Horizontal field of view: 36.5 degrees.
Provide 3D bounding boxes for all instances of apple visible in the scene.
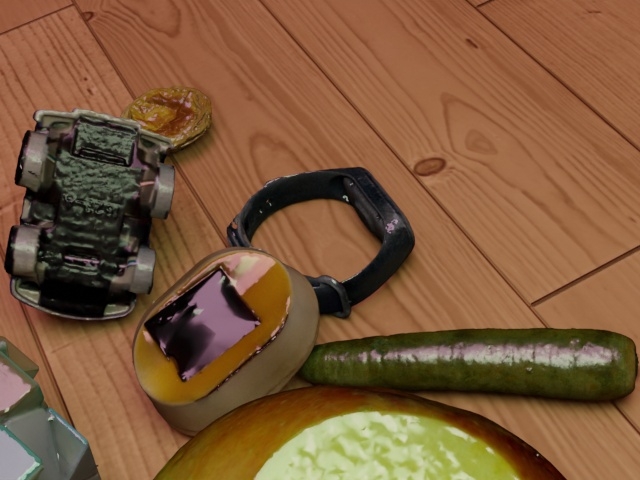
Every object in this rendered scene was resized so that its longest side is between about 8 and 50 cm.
[{"bbox_3d":[0.021,0.294,0.688,0.384,0.374,0.374,1,48,33],"label":"apple"}]

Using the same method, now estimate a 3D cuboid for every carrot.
[{"bbox_3d":[0.141,0.127,1.003,0.358,0.074,0.074,-1,50,13],"label":"carrot"}]

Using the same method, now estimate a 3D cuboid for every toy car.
[{"bbox_3d":[-0.272,-0.029,1.139,0.172,0.158,0.235,12,90,-14],"label":"toy car"}]

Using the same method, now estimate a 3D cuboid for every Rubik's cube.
[{"bbox_3d":[-0.357,0.217,0.919,0.213,0.224,0.265,36,61,15],"label":"Rubik's cube"}]

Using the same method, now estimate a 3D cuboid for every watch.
[{"bbox_3d":[0.000,0.000,1.135,0.193,0.068,0.206,-26,47,-8],"label":"watch"}]

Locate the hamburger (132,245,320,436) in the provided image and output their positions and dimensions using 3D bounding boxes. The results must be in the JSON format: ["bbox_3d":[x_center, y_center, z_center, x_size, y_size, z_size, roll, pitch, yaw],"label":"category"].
[{"bbox_3d":[-0.101,0.101,1.021,0.210,0.116,0.173,-43,63,-6],"label":"hamburger"}]

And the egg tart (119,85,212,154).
[{"bbox_3d":[-0.205,-0.160,1.313,0.130,0.052,0.130,-6,50,7],"label":"egg tart"}]
